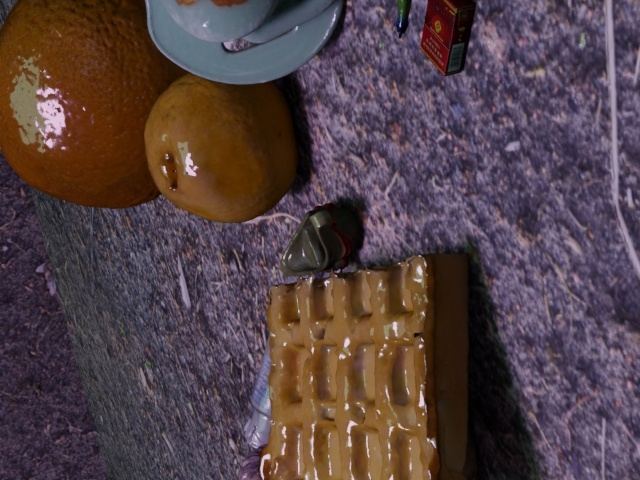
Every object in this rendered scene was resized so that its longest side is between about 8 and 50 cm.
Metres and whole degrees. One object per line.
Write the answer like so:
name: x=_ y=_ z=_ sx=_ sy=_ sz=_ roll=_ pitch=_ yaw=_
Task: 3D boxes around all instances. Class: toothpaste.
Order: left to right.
toothpaste: x=-0.036 y=0.140 z=1.893 sx=0.114 sy=0.073 sz=0.299 roll=40 pitch=119 yaw=53

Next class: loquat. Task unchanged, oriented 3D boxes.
loquat: x=-0.126 y=-0.124 z=1.824 sx=0.208 sy=0.208 sz=0.208 roll=47 pitch=145 yaw=48

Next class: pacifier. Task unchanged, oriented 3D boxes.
pacifier: x=-0.097 y=-0.362 z=1.619 sx=0.269 sy=0.288 sz=0.343 roll=-81 pitch=-29 yaw=-55

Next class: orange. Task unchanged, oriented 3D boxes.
orange: x=-0.329 y=-0.228 z=2.083 sx=0.322 sy=0.322 sz=0.357 roll=40 pitch=129 yaw=54

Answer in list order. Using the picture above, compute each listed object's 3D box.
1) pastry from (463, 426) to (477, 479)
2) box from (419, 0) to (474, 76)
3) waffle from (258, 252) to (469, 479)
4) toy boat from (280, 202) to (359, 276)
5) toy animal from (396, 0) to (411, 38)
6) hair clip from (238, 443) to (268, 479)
pastry: x=0.125 y=0.247 z=1.616 sx=0.153 sy=0.081 sz=0.153 roll=29 pitch=125 yaw=52
box: x=0.124 y=-0.210 z=1.391 sx=0.051 sy=0.023 sz=0.082 roll=54 pitch=151 yaw=38
waffle: x=0.044 y=0.176 z=1.589 sx=0.348 sy=0.077 sz=0.304 roll=-9 pitch=80 yaw=57
toy boat: x=0.001 y=-0.001 z=1.755 sx=0.089 sy=0.071 sz=0.185 roll=67 pitch=157 yaw=15
toy animal: x=0.099 y=-0.305 z=1.362 sx=0.075 sy=0.041 sz=0.217 roll=-105 pitch=27 yaw=-51
hair clip: x=0.030 y=0.297 z=1.769 sx=0.300 sy=0.173 sz=0.069 roll=18 pitch=119 yaw=38
